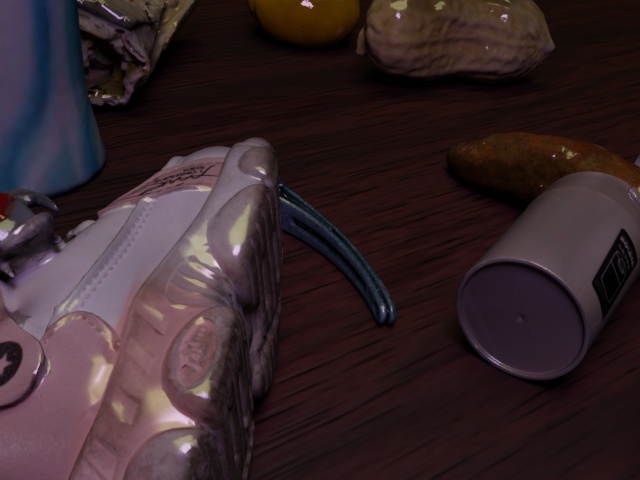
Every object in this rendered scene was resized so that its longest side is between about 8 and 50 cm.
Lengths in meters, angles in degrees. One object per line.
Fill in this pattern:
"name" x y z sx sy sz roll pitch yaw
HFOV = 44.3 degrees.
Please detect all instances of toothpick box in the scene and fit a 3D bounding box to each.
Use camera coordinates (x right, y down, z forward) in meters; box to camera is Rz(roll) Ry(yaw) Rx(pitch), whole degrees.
"toothpick box" 0.199 0.023 0.652 0.111 0.111 0.181 25 38 26

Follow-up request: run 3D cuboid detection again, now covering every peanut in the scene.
"peanut" 0.186 -0.304 1.125 0.291 0.143 0.159 -3 44 -19

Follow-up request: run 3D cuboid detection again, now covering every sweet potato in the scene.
"sweet potato" 0.253 -0.056 0.806 0.097 0.097 0.292 -18 36 -33

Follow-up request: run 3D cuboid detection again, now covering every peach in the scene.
"peach" -0.025 -0.363 1.217 0.179 0.103 0.179 7 30 -4

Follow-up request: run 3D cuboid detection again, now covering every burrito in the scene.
"burrito" -0.274 -0.290 1.028 0.190 0.135 0.332 16 30 -2

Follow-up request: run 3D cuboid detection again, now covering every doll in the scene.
"doll" -0.301 -0.008 0.658 0.195 0.062 0.104 8 20 15

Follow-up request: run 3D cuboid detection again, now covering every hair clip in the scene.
"hair clip" 0.000 0.000 0.717 0.070 0.039 0.229 -18 42 -36

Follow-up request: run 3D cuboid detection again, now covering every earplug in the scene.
"earplug" -0.300 -0.218 0.736 0.185 0.324 0.185 5 32 -3

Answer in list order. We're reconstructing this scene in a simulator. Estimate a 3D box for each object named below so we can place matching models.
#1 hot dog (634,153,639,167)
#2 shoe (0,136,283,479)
"hot dog" 0.427 -0.043 0.851 0.192 0.053 0.099 28 39 25
"shoe" -0.129 0.042 0.507 0.198 0.172 0.351 5 31 2
